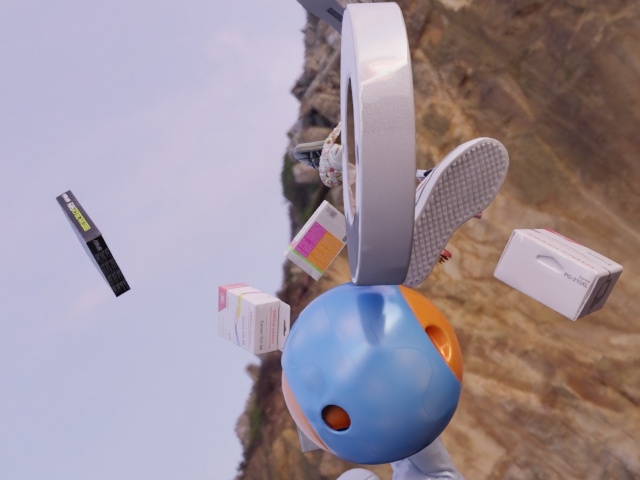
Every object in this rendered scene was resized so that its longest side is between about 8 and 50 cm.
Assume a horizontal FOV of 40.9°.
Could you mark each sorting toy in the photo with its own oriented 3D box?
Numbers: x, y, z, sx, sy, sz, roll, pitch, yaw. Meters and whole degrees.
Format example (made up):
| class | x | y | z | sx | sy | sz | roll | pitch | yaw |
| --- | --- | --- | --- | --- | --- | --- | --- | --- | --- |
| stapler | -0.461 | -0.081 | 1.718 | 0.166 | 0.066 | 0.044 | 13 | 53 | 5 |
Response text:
| class | x | y | z | sx | sy | sz | roll | pitch | yaw |
| --- | --- | --- | --- | --- | --- | --- | --- | --- | --- |
| sorting toy | 0.304 | 0.032 | 2.316 | 0.061 | 0.102 | 0.042 | 14 | -75 | -53 |

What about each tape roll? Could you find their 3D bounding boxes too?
| class | x | y | z | sx | sy | sz | roll | pitch | yaw |
| --- | --- | --- | --- | --- | --- | --- | --- | --- | --- |
| tape roll | 0.073 | -0.131 | 1.191 | 0.072 | 0.392 | 0.392 | -2 | -35 | -1 |

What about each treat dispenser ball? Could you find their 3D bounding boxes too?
| class | x | y | z | sx | sy | sz | roll | pitch | yaw |
| --- | --- | --- | --- | --- | --- | --- | --- | --- | --- |
| treat dispenser ball | 0.080 | 0.205 | 1.355 | 0.288 | 0.288 | 0.288 | -40 | -26 | -24 |

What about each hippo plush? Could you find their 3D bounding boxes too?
| class | x | y | z | sx | sy | sz | roll | pitch | yaw |
| --- | --- | --- | --- | --- | --- | --- | --- | --- | --- |
| hippo plush | 0.149 | 0.490 | 1.621 | 0.236 | 0.294 | 0.234 | -34 | -4 | -12 |

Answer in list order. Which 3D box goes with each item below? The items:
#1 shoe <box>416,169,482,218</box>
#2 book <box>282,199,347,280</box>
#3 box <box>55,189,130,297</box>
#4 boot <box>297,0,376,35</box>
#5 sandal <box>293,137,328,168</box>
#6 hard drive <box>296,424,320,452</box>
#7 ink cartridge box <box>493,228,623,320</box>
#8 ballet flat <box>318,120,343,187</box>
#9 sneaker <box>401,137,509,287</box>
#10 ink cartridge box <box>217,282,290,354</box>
| class | x | y | z | sx | sy | sz | roll | pitch | yaw |
| --- | --- | --- | --- | --- | --- | --- | --- | --- | --- |
| shoe | 0.268 | -0.093 | 1.760 | 0.178 | 0.063 | 0.081 | 10 | -86 | -29 |
| book | 0.000 | 0.000 | 1.823 | 0.096 | 0.035 | 0.144 | 40 | -92 | -28 |
| box | -0.503 | 0.007 | 1.901 | 0.045 | 0.184 | 0.191 | -33 | -41 | -17 |
| boot | 0.027 | -0.565 | 1.936 | 0.258 | 0.095 | 0.123 | 37 | -131 | -34 |
| sandal | 0.066 | -0.239 | 2.183 | 0.120 | 0.302 | 0.086 | 50 | -127 | -49 |
| hard drive | -0.006 | 0.360 | 1.773 | 0.094 | 0.135 | 0.022 | -13 | -11 | 1 |
| ink cartridge box | 0.450 | 0.058 | 1.612 | 0.237 | 0.172 | 0.100 | -2 | -61 | -61 |
| ballet flat | 0.062 | -0.222 | 1.859 | 0.077 | 0.091 | 0.241 | -73 | 9 | -76 |
| sneaker | 0.209 | -0.063 | 1.586 | 0.321 | 0.126 | 0.127 | -49 | 20 | -6 |
| ink cartridge box | -0.146 | 0.171 | 1.848 | 0.067 | 0.198 | 0.115 | -7 | -75 | -36 |
